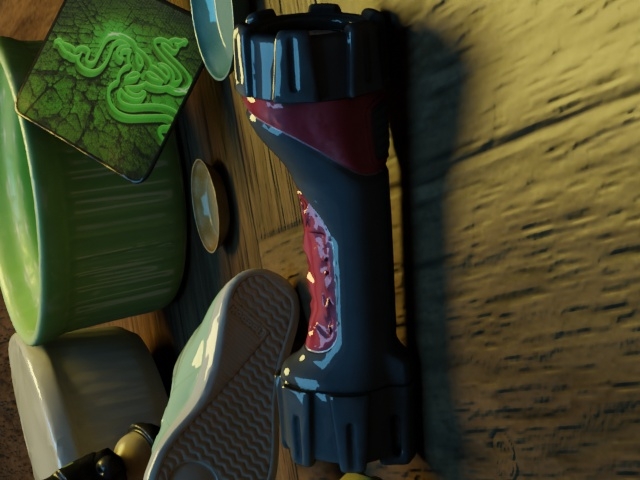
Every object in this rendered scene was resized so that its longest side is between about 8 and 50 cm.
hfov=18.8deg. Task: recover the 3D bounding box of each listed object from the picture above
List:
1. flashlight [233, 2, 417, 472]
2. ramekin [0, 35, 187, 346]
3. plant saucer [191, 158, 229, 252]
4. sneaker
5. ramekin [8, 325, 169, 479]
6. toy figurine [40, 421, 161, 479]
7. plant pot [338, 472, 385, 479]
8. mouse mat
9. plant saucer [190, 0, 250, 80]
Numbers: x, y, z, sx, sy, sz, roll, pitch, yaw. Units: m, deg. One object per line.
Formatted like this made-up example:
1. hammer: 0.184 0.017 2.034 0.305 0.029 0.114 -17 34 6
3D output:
1. flashlight: 0.000 0.000 1.283 0.103 0.103 0.304 -143 47 -63
2. ramekin: -0.236 -0.056 1.890 0.303 0.148 0.303 172 90 -72
3. plant saucer: -0.095 -0.031 1.691 0.083 0.015 0.083 171 90 -72
4. sneaker: -0.087 0.161 1.527 0.151 0.094 0.256 127 164 -63
5. ramekin: -0.223 0.212 1.978 0.273 0.127 0.273 166 90 -75
6. toy figurine: -0.153 0.294 1.772 0.213 0.148 0.209 23 128 46
7. plant pot: 0.037 0.202 1.306 0.081 0.081 0.083 -179 105 -72
8. mouse mat: -0.181 -0.148 1.680 0.190 0.007 0.152 29 94 36
9. plant saucer: -0.079 -0.189 1.560 0.119 0.021 0.119 171 90 -71
